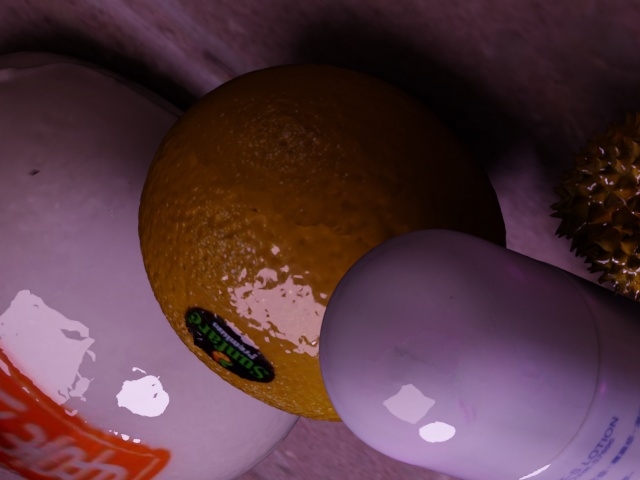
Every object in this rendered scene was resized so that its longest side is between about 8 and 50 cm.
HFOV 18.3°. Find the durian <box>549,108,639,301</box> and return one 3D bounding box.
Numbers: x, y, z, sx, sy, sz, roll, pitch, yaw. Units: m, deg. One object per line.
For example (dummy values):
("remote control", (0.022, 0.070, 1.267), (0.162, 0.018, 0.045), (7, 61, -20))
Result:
("durian", (0.220, -0.008, 1.078), (0.168, 0.137, 0.158), (-16, 140, 39))

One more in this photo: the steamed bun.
("steamed bun", (-0.185, 0.052, 1.481), (0.374, 0.241, 0.374), (26, 149, 17))

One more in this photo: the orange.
("orange", (0.000, 0.000, 1.234), (0.236, 0.236, 0.236), (27, 148, 19))

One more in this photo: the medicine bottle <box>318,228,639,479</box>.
("medicine bottle", (0.127, 0.082, 1.127), (0.130, 0.130, 0.341), (11, 175, 38))
